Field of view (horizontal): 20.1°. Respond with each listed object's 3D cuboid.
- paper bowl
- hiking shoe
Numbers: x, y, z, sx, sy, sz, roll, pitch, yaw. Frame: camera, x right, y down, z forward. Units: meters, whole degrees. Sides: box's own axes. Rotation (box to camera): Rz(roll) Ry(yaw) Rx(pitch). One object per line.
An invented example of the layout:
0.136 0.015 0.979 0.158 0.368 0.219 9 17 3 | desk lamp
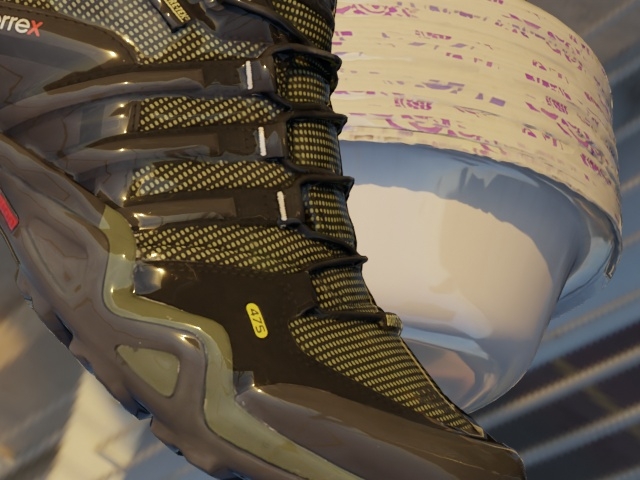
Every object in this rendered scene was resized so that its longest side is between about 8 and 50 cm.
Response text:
0.000 0.000 0.855 0.284 0.148 0.284 0 157 0 | paper bowl
-0.024 -0.020 0.450 0.227 0.114 0.086 41 -178 11 | hiking shoe
